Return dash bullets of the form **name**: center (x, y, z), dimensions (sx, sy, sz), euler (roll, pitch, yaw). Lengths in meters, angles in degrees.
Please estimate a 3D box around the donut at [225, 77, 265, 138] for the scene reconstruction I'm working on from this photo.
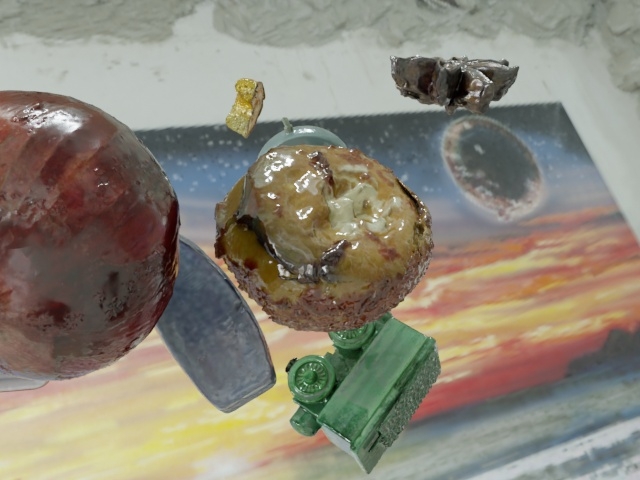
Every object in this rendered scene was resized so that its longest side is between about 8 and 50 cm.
- **donut**: center (-0.105, -0.188, 1.145), dimensions (0.067, 0.038, 0.083), euler (-61, -8, -11)

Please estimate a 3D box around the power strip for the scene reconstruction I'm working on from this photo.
- **power strip**: center (-0.023, -0.179, 1.875), dimensions (0.168, 0.054, 0.253), euler (-37, -58, 16)

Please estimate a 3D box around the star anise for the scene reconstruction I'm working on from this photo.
- **star anise**: center (0.237, -0.287, 1.524), dimensions (0.223, 0.108, 0.236), euler (7, 17, -2)

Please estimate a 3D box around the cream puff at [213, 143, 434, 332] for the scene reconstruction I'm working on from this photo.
- **cream puff**: center (0.000, 0.001, 0.919), dimensions (0.240, 0.240, 0.164), euler (-5, -35, -33)

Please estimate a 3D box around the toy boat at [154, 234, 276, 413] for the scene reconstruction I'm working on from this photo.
- **toy boat**: center (-0.167, 0.099, 1.136), dimensions (0.127, 0.282, 0.078), euler (-32, -3, -3)

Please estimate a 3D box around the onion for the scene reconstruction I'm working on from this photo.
- **onion**: center (-0.260, 0.001, 0.762), dimensions (0.276, 0.276, 0.276), euler (-17, -22, -7)

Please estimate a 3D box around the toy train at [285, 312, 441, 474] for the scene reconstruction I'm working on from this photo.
- **toy train**: center (0.067, 0.237, 1.418), dimensions (0.266, 0.202, 0.145), euler (-51, -28, -18)

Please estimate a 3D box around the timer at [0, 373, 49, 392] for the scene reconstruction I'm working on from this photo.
- **timer**: center (-0.508, 0.099, 1.152), dimensions (0.258, 0.161, 0.249), euler (-2, -72, -21)
